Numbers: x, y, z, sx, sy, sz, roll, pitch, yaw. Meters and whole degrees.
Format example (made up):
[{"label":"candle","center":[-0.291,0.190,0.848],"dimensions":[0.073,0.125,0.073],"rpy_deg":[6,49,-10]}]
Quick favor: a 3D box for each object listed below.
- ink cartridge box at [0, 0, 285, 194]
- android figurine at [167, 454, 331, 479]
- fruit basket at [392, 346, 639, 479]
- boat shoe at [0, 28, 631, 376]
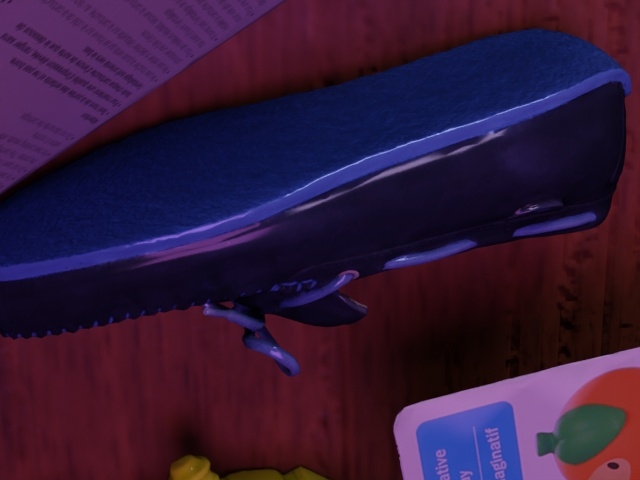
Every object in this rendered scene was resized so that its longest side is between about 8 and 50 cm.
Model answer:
[{"label":"ink cartridge box","center":[-0.100,-0.086,0.445],"dimensions":[0.330,0.324,0.071],"rpy_deg":[-33,83,4]},{"label":"android figurine","center":[-0.023,0.212,0.715],"dimensions":[0.248,0.056,0.272],"rpy_deg":[-29,114,-4]},{"label":"fruit basket","center":[0.224,0.171,0.686],"dimensions":[0.353,0.165,0.327],"rpy_deg":[-15,115,-12]},{"label":"boat shoe","center":[0.000,0.000,0.611],"dimensions":[0.258,0.109,0.089],"rpy_deg":[-14,121,-4]}]
